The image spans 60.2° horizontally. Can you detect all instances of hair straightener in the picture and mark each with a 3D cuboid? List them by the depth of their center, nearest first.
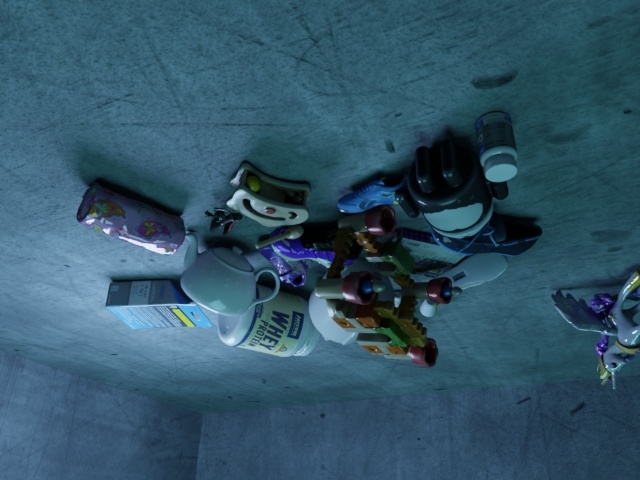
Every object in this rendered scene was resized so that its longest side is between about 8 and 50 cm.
[{"bbox_3d":[-0.275,-0.052,1.509,0.089,0.047,0.230,14,171,-20],"label":"hair straightener"}]

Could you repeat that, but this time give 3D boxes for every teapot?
[{"bbox_3d":[-0.293,0.106,1.723,0.253,0.187,0.256,35,-171,26],"label":"teapot"}]

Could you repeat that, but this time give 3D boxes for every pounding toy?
[{"bbox_3d":[-0.116,-0.072,1.418,0.154,0.154,0.270,-18,146,38],"label":"pounding toy"}]

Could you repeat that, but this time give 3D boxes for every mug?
[{"bbox_3d":[0.416,0.240,2.087,0.062,0.078,0.064,28,147,19],"label":"mug"}]

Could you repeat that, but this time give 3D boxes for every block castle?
[{"bbox_3d":[0.213,0.141,1.561,0.213,0.303,0.453,-5,142,40],"label":"block castle"}]

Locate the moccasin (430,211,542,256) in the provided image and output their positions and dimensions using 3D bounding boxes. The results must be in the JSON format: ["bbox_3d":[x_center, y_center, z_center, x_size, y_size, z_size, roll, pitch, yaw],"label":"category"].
[{"bbox_3d":[0.460,-0.037,1.519,0.342,0.137,0.117,1,150,-29],"label":"moccasin"}]

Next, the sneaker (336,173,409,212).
[{"bbox_3d":[0.134,-0.127,1.412,0.209,0.069,0.082,-10,133,22],"label":"sneaker"}]

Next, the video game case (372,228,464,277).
[{"bbox_3d":[0.311,0.045,1.733,0.232,0.041,0.210,11,150,-16],"label":"video game case"}]

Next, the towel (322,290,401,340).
[{"bbox_3d":[0.155,0.303,2.157,0.317,0.053,0.331,-2,144,4],"label":"towel"}]

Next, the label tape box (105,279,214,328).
[{"bbox_3d":[-0.584,0.241,2.060,0.334,0.105,0.240,-3,152,5],"label":"label tape box"}]

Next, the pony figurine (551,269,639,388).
[{"bbox_3d":[1.014,0.275,1.880,0.303,0.351,0.363,10,132,-22],"label":"pony figurine"}]

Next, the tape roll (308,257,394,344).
[{"bbox_3d":[0.100,0.199,1.816,0.246,0.246,0.169,10,149,-15],"label":"tape roll"}]

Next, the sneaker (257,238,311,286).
[{"bbox_3d":[-0.111,0.075,1.742,0.095,0.104,0.236,-15,146,30],"label":"sneaker"}]

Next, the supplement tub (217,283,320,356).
[{"bbox_3d":[-0.183,0.291,2.004,0.325,0.235,0.235,19,146,-30],"label":"supplement tub"}]

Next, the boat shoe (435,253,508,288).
[{"bbox_3d":[0.498,0.105,1.794,0.088,0.096,0.267,-10,160,-47],"label":"boat shoe"}]

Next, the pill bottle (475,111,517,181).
[{"bbox_3d":[0.378,-0.199,1.184,0.078,0.137,0.078,1,151,1],"label":"pill bottle"}]

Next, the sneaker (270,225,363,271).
[{"bbox_3d":[0.000,-0.001,1.617,0.293,0.102,0.146,14,145,-32],"label":"sneaker"}]

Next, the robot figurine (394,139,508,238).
[{"bbox_3d":[0.307,-0.115,1.301,0.209,0.173,0.278,31,171,38],"label":"robot figurine"}]

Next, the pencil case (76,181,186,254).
[{"bbox_3d":[-0.510,-0.054,1.512,0.284,0.124,0.124,24,144,-36],"label":"pencil case"}]
